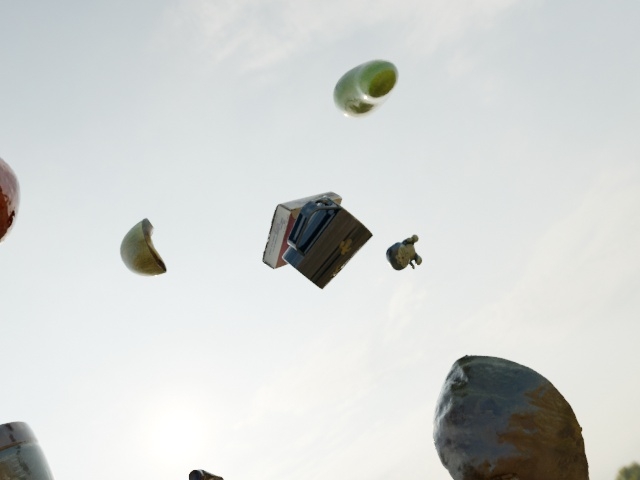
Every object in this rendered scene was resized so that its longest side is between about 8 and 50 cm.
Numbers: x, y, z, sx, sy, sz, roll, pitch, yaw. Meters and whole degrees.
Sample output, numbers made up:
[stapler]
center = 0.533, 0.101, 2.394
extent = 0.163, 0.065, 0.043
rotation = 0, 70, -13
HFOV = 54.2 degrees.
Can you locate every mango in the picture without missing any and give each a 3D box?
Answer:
[mango]
center = 0.132, -0.435, 1.777
extent = 0.175, 0.143, 0.293
rotation = -42, 10, -12

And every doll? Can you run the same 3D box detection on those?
[doll]
center = 0.179, 0.033, 1.357
extent = 0.083, 0.050, 0.077
rotation = -23, -78, -36

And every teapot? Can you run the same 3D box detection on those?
[teapot]
center = -0.679, 0.578, 1.269
extent = 0.314, 0.312, 0.233
rotation = -18, -28, -46

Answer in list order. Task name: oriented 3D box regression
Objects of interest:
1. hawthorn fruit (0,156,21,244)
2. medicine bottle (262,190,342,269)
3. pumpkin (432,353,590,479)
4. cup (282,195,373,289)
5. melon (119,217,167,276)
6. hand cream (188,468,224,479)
[hawthorn fruit]
center = -0.751, -0.098, 1.244
extent = 0.275, 0.275, 0.300
rotation = -29, -38, -21
[medicine bottle]
center = -0.044, -0.031, 1.527
extent = 0.201, 0.052, 0.171
rotation = -17, -45, -49
[pumpkin]
center = 0.293, 0.307, 0.944
extent = 0.148, 0.312, 0.169
rotation = -21, -38, -45
[cup]
center = 0.000, 0.000, 1.254
extent = 0.155, 0.131, 0.176
rotation = -52, -42, -1
[melon]
center = -0.467, 0.025, 1.600
extent = 0.128, 0.160, 0.079
rotation = -29, -17, 11
[hand cream]
center = -0.294, 0.619, 1.621
extent = 0.062, 0.039, 0.163
rotation = -5, -27, 12
